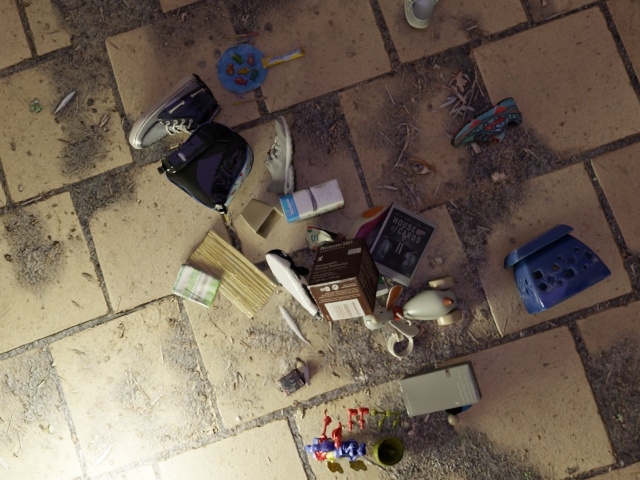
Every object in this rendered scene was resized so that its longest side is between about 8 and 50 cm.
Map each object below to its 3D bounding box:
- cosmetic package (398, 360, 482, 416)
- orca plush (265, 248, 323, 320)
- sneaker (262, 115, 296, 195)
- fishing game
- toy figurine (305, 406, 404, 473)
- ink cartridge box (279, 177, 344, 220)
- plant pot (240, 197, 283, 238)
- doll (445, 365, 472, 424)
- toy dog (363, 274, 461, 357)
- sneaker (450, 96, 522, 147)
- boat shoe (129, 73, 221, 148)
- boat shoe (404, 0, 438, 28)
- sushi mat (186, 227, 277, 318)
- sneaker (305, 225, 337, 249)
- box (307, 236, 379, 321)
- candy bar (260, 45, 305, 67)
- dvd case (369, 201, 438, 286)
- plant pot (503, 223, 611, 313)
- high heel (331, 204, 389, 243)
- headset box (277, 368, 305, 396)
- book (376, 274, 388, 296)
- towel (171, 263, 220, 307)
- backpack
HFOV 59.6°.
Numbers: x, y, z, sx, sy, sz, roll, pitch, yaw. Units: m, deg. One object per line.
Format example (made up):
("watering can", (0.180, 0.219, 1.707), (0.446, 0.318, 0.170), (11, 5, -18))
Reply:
("cosmetic package", (0.387, 0.480, 1.809), (0.238, 0.107, 0.127), (-20, 79, 17))
("orca plush", (-0.060, 0.130, 1.901), (0.287, 0.151, 0.102), (43, 58, 9))
("sneaker", (-0.148, -0.295, 1.937), (0.115, 0.105, 0.281), (-3, 86, 3))
("fishing game", (-0.284, -0.623, 2.007), (0.189, 0.041, 0.264), (-5, 85, 1))
("toy figurine", (0.076, 0.653, 1.837), (0.362, 0.217, 0.191), (12, 66, -38))
("ink cartridge box", (-0.023, -0.129, 1.893), (0.203, 0.148, 0.086), (-18, 83, 2))
("plant pot", (-0.210, -0.084, 1.929), (0.096, 0.109, 0.109), (36, 88, 19))
("doll", (0.452, 0.520, 1.859), (0.129, 0.046, 0.189), (6, 86, 11))
("toy dog", (0.317, 0.231, 1.835), (0.333, 0.161, 0.220), (-36, 84, 0))
("sneaker", (0.572, -0.377, 1.899), (0.261, 0.104, 0.125), (-31, 86, 1))
("boat shoe", (-0.504, -0.419, 1.957), (0.158, 0.127, 0.340), (43, 88, 14))
("boat shoe", (0.368, -0.908, 1.955), (0.118, 0.103, 0.321), (13, 86, 5))
("sushi mat", (-0.311, 0.115, 1.956), (0.316, 0.019, 0.151), (41, 90, 6))
("sneaker", (0.000, 0.000, 1.892), (0.057, 0.161, 0.075), (12, 94, -35))
("box", (0.078, 0.125, 1.794), (0.168, 0.203, 0.167), (-13, 125, 21))
("candy bar", (-0.134, -0.660, 2.006), (0.161, 0.018, 0.040), (-18, 85, -2))
("dvd case", (0.272, 0.014, 1.903), (0.179, 0.029, 0.239), (26, 90, -6))
("plant pot", (0.736, 0.088, 1.792), (0.236, 0.236, 0.212), (-30, 77, 1))
("high heel", (0.152, -0.018, 1.926), (0.244, 0.082, 0.117), (-39, 121, -15))
("headset box", (-0.102, 0.487, 1.906), (0.083, 0.032, 0.062), (-33, 84, -1))
("book", (0.147, 0.168, 1.885), (0.144, 0.096, 0.035), (-20, 120, 0))
("towel", (-0.436, 0.158, 1.950), (0.152, 0.023, 0.113), (23, 95, 8))
("backpack", (-0.356, -0.259, 1.898), (0.276, 0.213, 0.263), (35, 96, 0))
